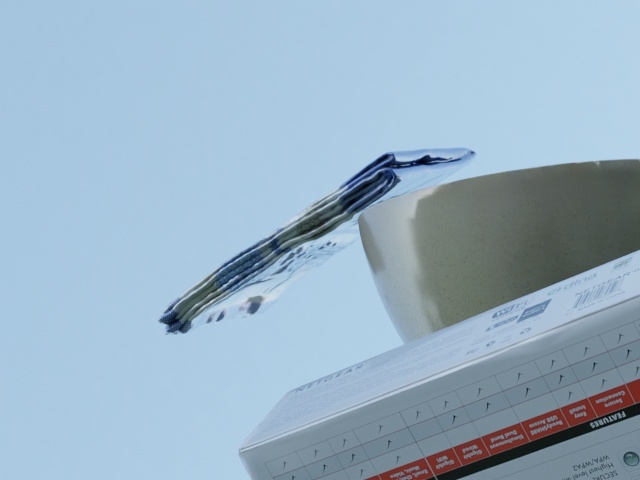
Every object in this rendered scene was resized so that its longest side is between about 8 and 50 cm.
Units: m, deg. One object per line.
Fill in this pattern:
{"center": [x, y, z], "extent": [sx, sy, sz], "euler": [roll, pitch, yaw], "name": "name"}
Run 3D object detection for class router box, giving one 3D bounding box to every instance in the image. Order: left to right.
{"center": [0.167, 0.174, 0.938], "extent": [0.335, 0.082, 0.301], "euler": [-24, -80, 27], "name": "router box"}

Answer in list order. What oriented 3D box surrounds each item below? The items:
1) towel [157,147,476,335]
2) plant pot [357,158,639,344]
{"center": [0.000, 0.000, 1.594], "extent": [0.285, 0.034, 0.209], "euler": [-34, -10, 24], "name": "towel"}
{"center": [0.183, 0.055, 1.424], "extent": [0.284, 0.284, 0.191], "euler": [-3, -100, -27], "name": "plant pot"}
